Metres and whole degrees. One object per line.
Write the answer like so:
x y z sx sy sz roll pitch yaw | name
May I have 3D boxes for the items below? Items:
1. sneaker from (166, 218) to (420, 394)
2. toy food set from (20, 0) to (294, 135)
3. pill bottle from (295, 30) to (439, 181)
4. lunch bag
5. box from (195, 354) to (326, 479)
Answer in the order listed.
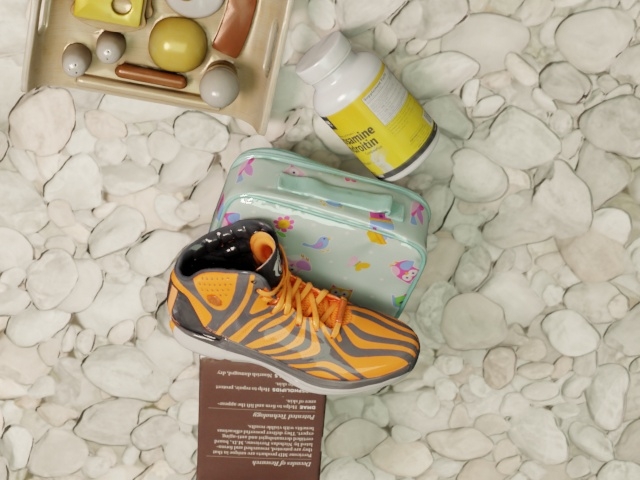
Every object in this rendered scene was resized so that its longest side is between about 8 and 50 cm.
-0.031 0.079 1.696 0.321 0.124 0.180 9 138 1 | sneaker
-0.196 -0.254 1.687 0.306 0.092 0.219 10 116 -7 | toy food set
0.056 -0.167 1.733 0.103 0.103 0.184 -38 111 15 | pill bottle
0.000 0.000 1.778 0.279 0.107 0.224 15 136 -7 | lunch bag
-0.079 0.200 1.872 0.167 0.168 0.203 2 116 -3 | box
